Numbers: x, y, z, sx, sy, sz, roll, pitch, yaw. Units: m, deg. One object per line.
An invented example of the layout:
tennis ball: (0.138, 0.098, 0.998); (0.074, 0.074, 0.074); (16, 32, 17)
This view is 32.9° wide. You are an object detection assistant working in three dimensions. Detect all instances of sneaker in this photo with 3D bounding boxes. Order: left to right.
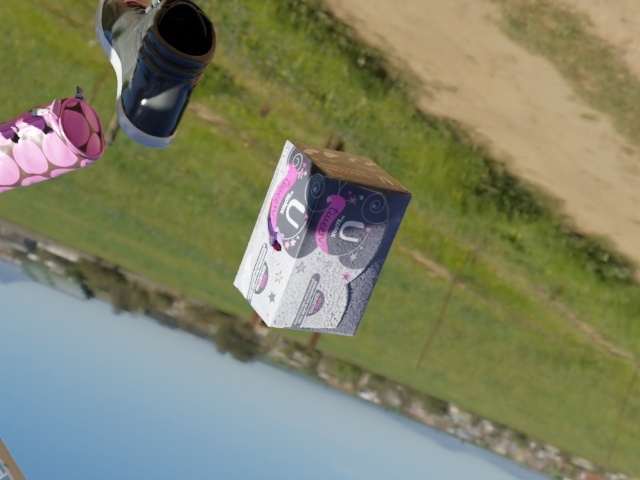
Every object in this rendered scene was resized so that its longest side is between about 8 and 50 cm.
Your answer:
sneaker: (-0.197, -0.261, 1.337); (0.105, 0.147, 0.295); (14, -140, -32)

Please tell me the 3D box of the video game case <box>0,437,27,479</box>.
video game case: (-0.306, 0.215, 0.996); (0.300, 0.036, 0.329); (55, 157, 7)

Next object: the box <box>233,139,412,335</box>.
box: (0.000, 0.000, 1.615); (0.163, 0.247, 0.142); (9, -160, -34)

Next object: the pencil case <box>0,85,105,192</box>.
pencil case: (-0.384, -0.125, 1.418); (0.209, 0.095, 0.098); (-17, 153, 28)
